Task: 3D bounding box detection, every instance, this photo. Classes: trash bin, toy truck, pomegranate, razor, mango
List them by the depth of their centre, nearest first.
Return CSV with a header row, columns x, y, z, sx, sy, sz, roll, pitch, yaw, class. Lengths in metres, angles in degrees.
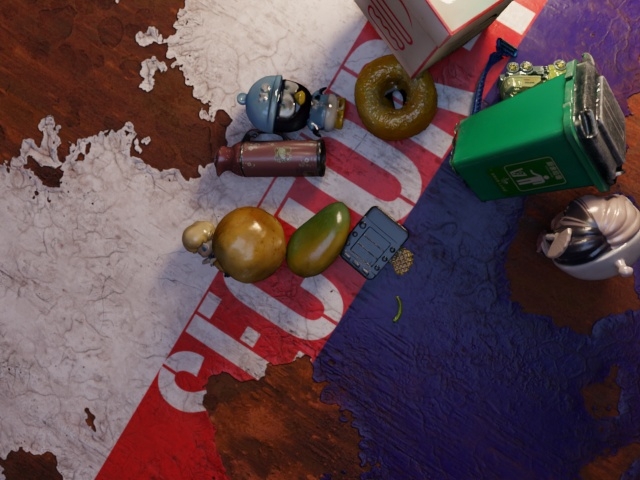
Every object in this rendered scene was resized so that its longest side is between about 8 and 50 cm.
x,y,z,sx,sy,sz,roll,pitch,yaw,class
0.547,-0.266,1.595,0.381,0.295,0.259,-13,138,39,trash bin
0.579,-0.412,1.692,0.191,0.085,0.116,-2,66,0,toy truck
0.452,-0.401,1.768,0.056,0.093,0.324,33,108,45,razor
-0.205,0.009,1.823,0.233,0.233,0.233,1,96,9,pomegranate
0.000,0.000,1.841,0.251,0.114,0.156,-44,44,8,mango

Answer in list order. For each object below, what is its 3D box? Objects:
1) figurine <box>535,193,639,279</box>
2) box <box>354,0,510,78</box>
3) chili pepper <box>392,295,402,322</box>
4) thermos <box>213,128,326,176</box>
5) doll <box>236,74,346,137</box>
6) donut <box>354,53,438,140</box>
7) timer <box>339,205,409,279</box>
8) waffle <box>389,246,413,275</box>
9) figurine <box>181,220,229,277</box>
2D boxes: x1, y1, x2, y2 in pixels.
x,y,z,sx,sy,sz,roll,pitch,yaw,class
0.708,-0.016,1.615,0.211,0.361,0.253,43,100,13,figurine
0.301,-0.651,1.592,0.314,0.300,0.312,-36,89,-13,box
0.231,0.208,1.883,0.030,0.017,0.083,13,99,9,chili pepper
-0.155,-0.253,1.845,0.331,0.109,0.136,1,110,10,thermos
-0.086,-0.387,1.807,0.314,0.141,0.177,7,72,2,doll
0.209,-0.409,1.778,0.254,0.118,0.253,-2,82,16,donut
0.155,0.007,1.857,0.144,0.055,0.187,41,96,7,timer
0.233,0.057,1.867,0.085,0.016,0.078,38,97,3,waffle
-0.340,0.032,1.920,0.108,0.114,0.196,-37,101,-12,figurine
